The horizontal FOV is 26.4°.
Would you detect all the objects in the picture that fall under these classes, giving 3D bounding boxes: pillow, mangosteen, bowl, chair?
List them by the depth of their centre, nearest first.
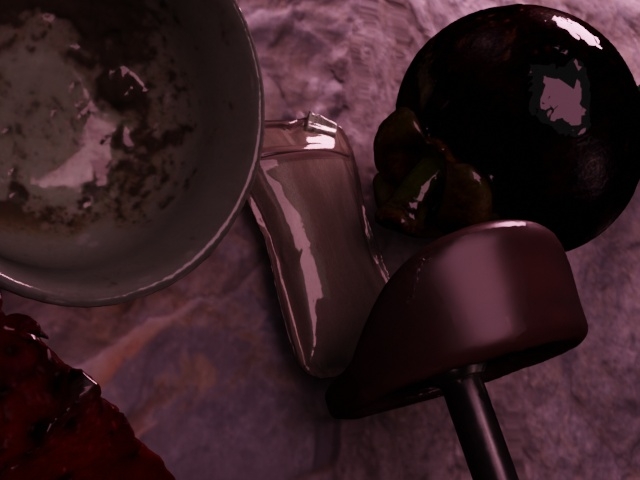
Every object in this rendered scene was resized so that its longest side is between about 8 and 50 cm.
[{"bbox_3d":[-0.198,-0.097,0.998,0.289,0.146,0.289,1,89,-33],"label":"bowl"},{"bbox_3d":[0.144,0.203,1.045,0.226,0.226,0.401,-10,76,-33],"label":"chair"},{"bbox_3d":[0.000,0.000,1.160,0.131,0.038,0.232,-10,76,-36],"label":"pillow"},{"bbox_3d":[0.152,-0.082,1.180,0.265,0.228,0.228,-31,87,-22],"label":"mangosteen"}]

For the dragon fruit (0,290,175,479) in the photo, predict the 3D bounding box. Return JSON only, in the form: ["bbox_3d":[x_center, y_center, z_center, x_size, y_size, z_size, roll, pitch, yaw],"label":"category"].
[{"bbox_3d":[-0.301,0.179,0.881,0.286,0.228,0.329,32,73,22],"label":"dragon fruit"}]

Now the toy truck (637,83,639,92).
[{"bbox_3d":[0.351,-0.140,1.361,0.079,0.147,0.065,-10,75,-32],"label":"toy truck"}]
